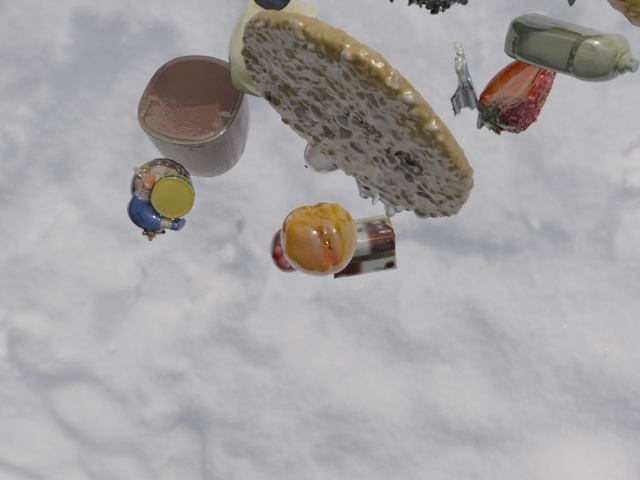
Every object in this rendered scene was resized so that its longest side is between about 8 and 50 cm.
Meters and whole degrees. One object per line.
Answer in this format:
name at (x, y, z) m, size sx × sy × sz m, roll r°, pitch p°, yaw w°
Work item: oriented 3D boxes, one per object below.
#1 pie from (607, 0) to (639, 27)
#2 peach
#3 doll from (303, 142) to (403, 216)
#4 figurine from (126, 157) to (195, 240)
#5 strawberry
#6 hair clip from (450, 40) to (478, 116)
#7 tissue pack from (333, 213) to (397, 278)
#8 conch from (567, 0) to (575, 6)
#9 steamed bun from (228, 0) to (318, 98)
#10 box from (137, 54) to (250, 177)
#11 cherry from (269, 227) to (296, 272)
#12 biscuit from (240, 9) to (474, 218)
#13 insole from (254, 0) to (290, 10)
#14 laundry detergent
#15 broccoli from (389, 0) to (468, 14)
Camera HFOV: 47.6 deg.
pie at (0.391, -0.406, 0.984) m, size 0.339 × 0.339 × 0.083 m, roll 46°, pitch 126°, yaw -5°
peach at (0.000, 0.000, 1.269) m, size 0.138 × 0.138 × 0.138 m, roll 11°, pitch 121°, yaw 19°
doll at (0.095, -0.179, 1.530) m, size 0.271 × 0.144 × 0.208 m, roll 28°, pitch 143°, yaw -6°
figurine at (-0.367, -0.115, 1.705) m, size 0.158 × 0.275 × 0.161 m, roll -26°, pitch 114°, yaw 1°
strawberry at (0.474, -0.354, 1.726) m, size 0.098 × 0.228 × 0.174 m, roll 35°, pitch 176°, yaw -37°
hair clip at (0.327, -0.360, 1.671) m, size 0.054 × 0.220 × 0.140 m, roll -17°, pitch 119°, yaw 21°
tissue pack at (0.093, 0.015, 1.644) m, size 0.148 × 0.099 × 0.106 m, roll -10°, pitch 124°, yaw -1°
conch at (0.459, -0.537, 1.281) m, size 0.182 × 0.275 × 0.149 m, roll -15°, pitch 79°, yaw 7°
steamed bun at (-0.118, -0.446, 1.702) m, size 0.200 × 0.155 × 0.250 m, roll 18°, pitch 120°, yaw -2°
box at (-0.327, -0.323, 1.982) m, size 0.300 × 0.301 × 0.216 m, roll 17°, pitch 155°, yaw 15°
cherry at (-0.072, 0.017, 1.660) m, size 0.086 × 0.126 × 0.106 m, roll 9°, pitch 101°, yaw -8°
biscuit at (0.025, -0.089, 0.544) m, size 0.219 × 0.033 × 0.220 m, roll 37°, pitch 169°, yaw 8°
insole at (-0.048, -0.511, 1.181) m, size 0.110 × 0.012 × 0.309 m, roll 23°, pitch 134°, yaw -8°
laundry detergent at (0.492, -0.366, 1.391) m, size 0.253 × 0.181 × 0.091 m, roll 33°, pitch 126°, yaw 42°
broccoli at (0.242, -0.617, 1.433) m, size 0.272 × 0.324 × 0.334 m, roll 39°, pitch 101°, yaw -6°
